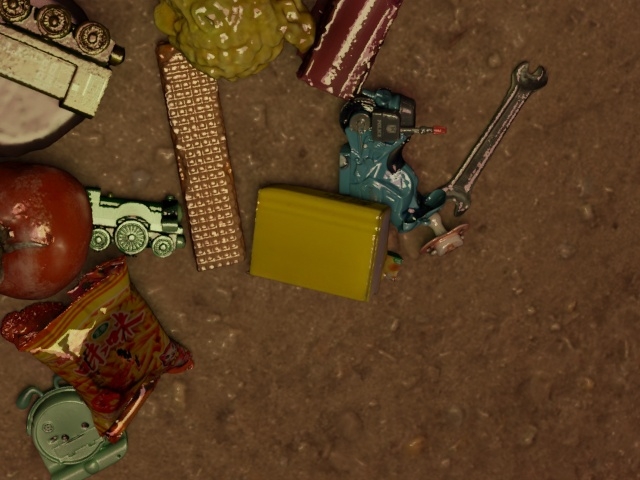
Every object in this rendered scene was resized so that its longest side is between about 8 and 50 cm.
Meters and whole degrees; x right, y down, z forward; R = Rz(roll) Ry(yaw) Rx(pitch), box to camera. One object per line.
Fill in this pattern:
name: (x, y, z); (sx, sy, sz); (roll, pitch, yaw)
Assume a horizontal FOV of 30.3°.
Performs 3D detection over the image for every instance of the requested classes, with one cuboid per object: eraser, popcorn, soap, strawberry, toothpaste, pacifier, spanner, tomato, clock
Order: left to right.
tomato: (-0.457, -0.019, 1.837); (0.232, 0.188, 0.232); (10, 117, 21)
strawberry: (-0.457, 0.155, 1.973); (0.152, 0.048, 0.104); (1, 103, -14)
clock: (-0.430, 0.318, 2.020); (0.148, 0.060, 0.188); (-30, 109, 0)
popcorn: (-0.125, -0.355, 1.776); (0.251, 0.237, 0.206); (17, 128, -4)
eraser: (0.000, 0.000, 1.940); (0.226, 0.069, 0.158); (13, 105, 15)
toothpaste: (0.053, 0.021, 2.026); (0.178, 0.037, 0.043); (19, 104, -15)
soap: (0.066, -0.373, 1.834); (0.112, 0.182, 0.289); (24, 107, -14)
pacifier: (0.206, -0.014, 2.036); (0.099, 0.081, 0.078); (-28, 77, -10)
spanner: (0.288, -0.172, 2.019); (0.071, 0.017, 0.302); (27, 101, -17)

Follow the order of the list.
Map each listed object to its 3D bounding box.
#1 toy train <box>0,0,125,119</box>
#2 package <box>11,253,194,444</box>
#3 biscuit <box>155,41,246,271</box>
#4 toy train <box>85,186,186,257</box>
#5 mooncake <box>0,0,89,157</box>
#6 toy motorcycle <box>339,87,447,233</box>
toy train: (-0.399, -0.274, 1.695); (0.225, 0.090, 0.137); (21, 95, -18)
package: (-0.351, 0.177, 1.940); (0.223, 0.108, 0.288); (-43, 125, -19)
biscuit: (-0.192, -0.141, 1.923); (0.094, 0.054, 0.379); (-12, 108, -7)
toy train: (-0.307, -0.028, 1.933); (0.178, 0.071, 0.105); (6, 95, -10)
mooncake: (-0.475, -0.266, 1.790); (0.283, 0.141, 0.283); (-3, 101, -16)
toy motorcycle: (0.118, -0.119, 1.945); (0.182, 0.123, 0.272); (3, 119, 8)
